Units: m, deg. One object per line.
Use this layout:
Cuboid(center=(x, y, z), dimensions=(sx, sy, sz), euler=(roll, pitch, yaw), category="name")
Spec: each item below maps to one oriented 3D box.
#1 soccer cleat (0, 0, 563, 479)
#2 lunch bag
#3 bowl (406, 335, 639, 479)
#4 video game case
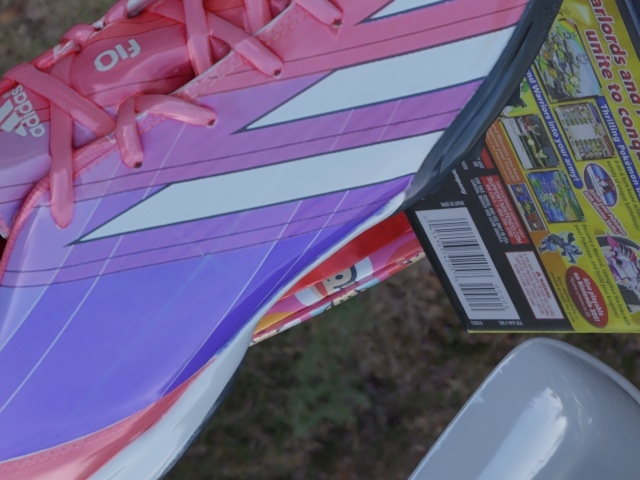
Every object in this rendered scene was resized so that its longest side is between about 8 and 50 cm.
Cuboid(center=(-0.040, -0.037, 0.447), dimensions=(0.116, 0.108, 0.318), euler=(32, 102, -41), category="soccer cleat")
Cuboid(center=(0.000, 0.000, 1.218), dimensions=(0.293, 0.258, 0.120), euler=(-27, 94, 3), category="lunch bag")
Cuboid(center=(0.079, 0.114, 0.535), dimensions=(0.053, 0.142, 0.142), euler=(34, -177, -18), category="bowl")
Cuboid(center=(0.142, -0.055, 0.946), dimensions=(0.248, 0.035, 0.274), euler=(-3, 123, 46), category="video game case")
